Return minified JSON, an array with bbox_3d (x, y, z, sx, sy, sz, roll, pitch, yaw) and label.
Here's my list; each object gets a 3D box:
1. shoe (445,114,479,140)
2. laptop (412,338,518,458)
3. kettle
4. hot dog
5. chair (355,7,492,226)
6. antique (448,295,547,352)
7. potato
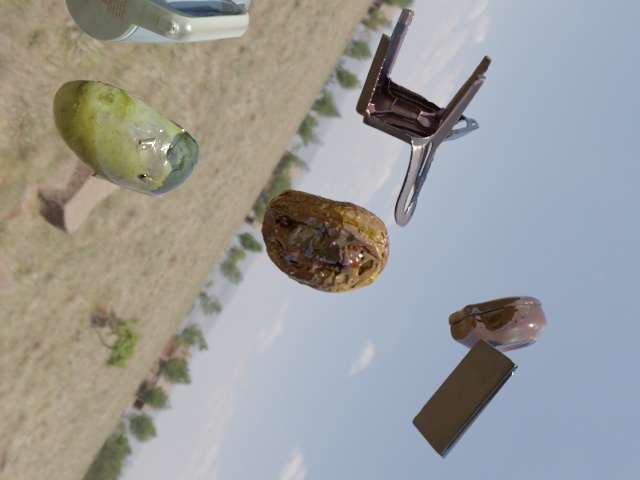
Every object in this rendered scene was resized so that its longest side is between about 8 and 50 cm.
[{"bbox_3d":[0.259,-0.223,1.459,0.062,0.053,0.159,-27,180,32],"label":"shoe"},{"bbox_3d":[0.241,0.262,1.274,0.197,0.016,0.135,-50,-161,1],"label":"laptop"},{"bbox_3d":[-0.196,-0.320,1.005,0.160,0.210,0.243,-64,170,29],"label":"kettle"},{"bbox_3d":[0.001,-0.003,1.262,0.099,0.227,0.160,-39,139,-62],"label":"hot dog"},{"bbox_3d":[0.147,-0.206,1.337,0.326,0.183,0.175,-65,176,36],"label":"chair"},{"bbox_3d":[0.491,0.232,2.063,0.223,0.278,0.129,-39,-124,52],"label":"antique"},{"bbox_3d":[-0.328,-0.149,1.259,0.160,0.271,0.111,-13,-127,40],"label":"potato"}]
